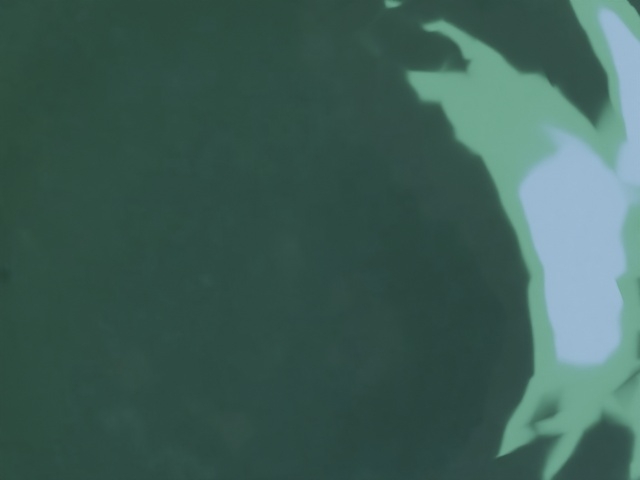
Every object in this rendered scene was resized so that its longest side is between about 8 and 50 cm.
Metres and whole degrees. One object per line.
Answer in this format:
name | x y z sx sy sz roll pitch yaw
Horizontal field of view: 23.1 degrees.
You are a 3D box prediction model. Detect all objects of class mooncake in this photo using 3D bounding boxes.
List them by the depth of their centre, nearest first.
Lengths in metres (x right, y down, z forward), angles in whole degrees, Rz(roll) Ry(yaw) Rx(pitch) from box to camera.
mooncake | 0.000 0.000 0.483 0.275 0.135 0.275 1 102 6
